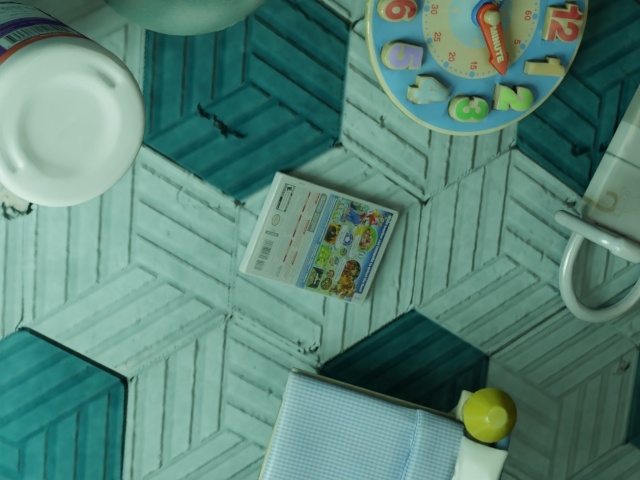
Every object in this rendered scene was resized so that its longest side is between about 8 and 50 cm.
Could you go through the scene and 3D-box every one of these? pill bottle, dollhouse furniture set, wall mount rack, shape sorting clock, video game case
[{"bbox_3d":[-0.199,-0.098,1.069,0.108,0.193,0.108,-10,112,-26],"label":"pill bottle"},{"bbox_3d":[-0.005,0.226,1.252,0.286,0.198,0.303,19,87,-7],"label":"dollhouse furniture set"},{"bbox_3d":[0.377,-0.053,1.452,0.304,0.130,0.350,21,97,-34],"label":"wall mount rack"},{"bbox_3d":[0.131,-0.185,1.318,0.206,0.040,0.206,-10,112,-27],"label":"shape sorting clock"},{"bbox_3d":[0.000,0.000,1.328,0.122,0.011,0.087,17,98,-33],"label":"video game case"}]

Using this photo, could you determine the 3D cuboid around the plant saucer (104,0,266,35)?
[{"bbox_3d":[-0.085,-0.241,1.177,0.195,0.037,0.195,-11,112,-27],"label":"plant saucer"}]
